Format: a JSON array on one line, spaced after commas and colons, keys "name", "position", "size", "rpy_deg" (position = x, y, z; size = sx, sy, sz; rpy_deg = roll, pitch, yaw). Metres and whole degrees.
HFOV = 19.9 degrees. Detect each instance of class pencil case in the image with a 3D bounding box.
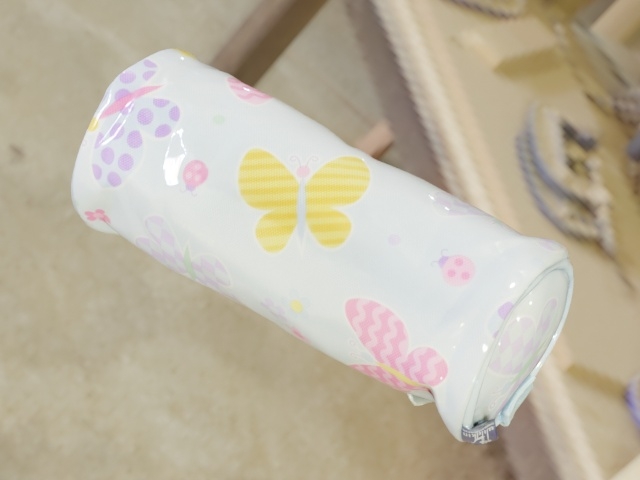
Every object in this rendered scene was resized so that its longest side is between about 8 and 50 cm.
[{"name": "pencil case", "position": [0.000, 0.000, 0.970], "size": [0.273, 0.113, 0.124], "rpy_deg": [29, -14, 19]}]
